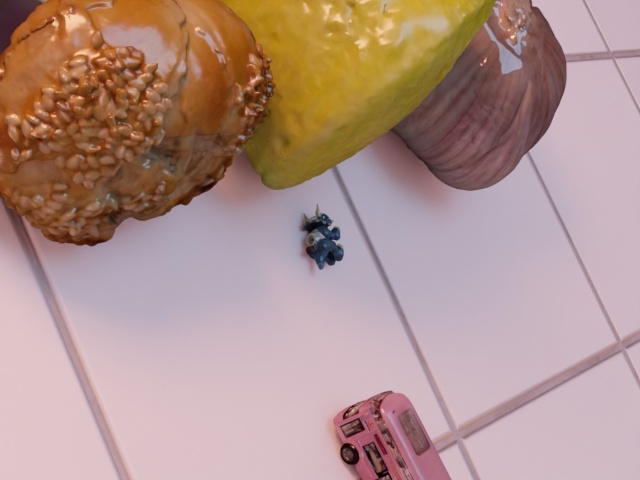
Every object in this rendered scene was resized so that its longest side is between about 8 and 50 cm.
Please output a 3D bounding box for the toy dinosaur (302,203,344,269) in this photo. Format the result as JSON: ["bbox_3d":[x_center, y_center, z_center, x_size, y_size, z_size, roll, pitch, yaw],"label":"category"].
[{"bbox_3d":[0.000,0.000,1.404,0.047,0.030,0.083,16,54,-41],"label":"toy dinosaur"}]

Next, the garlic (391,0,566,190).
[{"bbox_3d":[0.200,-0.237,1.599,0.317,0.259,0.317,13,55,-20],"label":"garlic"}]

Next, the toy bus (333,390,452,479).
[{"bbox_3d":[0.094,0.264,1.286,0.063,0.090,0.203,-22,83,-52],"label":"toy bus"}]

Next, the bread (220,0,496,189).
[{"bbox_3d":[-0.009,-0.253,1.327,0.308,0.348,0.348,44,39,-4],"label":"bread"}]

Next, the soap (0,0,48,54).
[{"bbox_3d":[-0.296,-0.373,1.218,0.261,0.156,0.446,31,45,-33],"label":"soap"}]

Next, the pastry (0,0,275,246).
[{"bbox_3d":[-0.173,-0.110,1.103,0.162,0.255,0.311,45,34,21],"label":"pastry"}]
